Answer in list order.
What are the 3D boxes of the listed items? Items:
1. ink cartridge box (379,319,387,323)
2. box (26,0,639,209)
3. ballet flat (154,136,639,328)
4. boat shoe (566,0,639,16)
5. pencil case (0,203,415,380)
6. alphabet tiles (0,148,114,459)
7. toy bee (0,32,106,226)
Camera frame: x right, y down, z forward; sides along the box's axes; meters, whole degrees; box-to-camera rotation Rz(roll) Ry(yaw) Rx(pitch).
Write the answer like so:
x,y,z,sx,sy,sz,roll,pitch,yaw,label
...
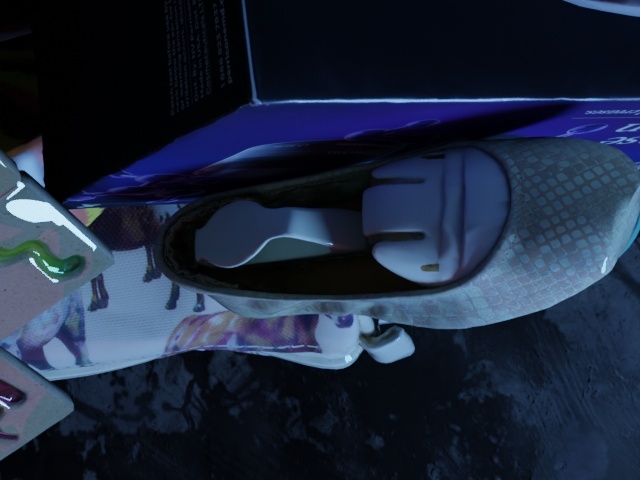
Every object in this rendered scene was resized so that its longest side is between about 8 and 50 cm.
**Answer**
x,y,z,sx,sy,sz,roll,pitch,yaw,label
0.000,0.000,1.007,0.190,0.140,0.082,-2,172,-44,ink cartridge box
0.049,-0.076,0.465,0.261,0.103,0.184,-4,177,-28,box
0.016,0.000,0.406,0.168,0.057,0.052,-12,162,38,ballet flat
0.169,-0.110,0.298,0.267,0.096,0.088,-18,166,26,boat shoe
-0.163,0.010,0.686,0.410,0.184,0.160,-7,174,-1,pencil case
-0.241,0.026,0.407,0.285,0.011,0.342,-34,139,6,alphabet tiles
-0.217,0.007,0.516,0.298,0.162,0.195,-26,129,15,toy bee
